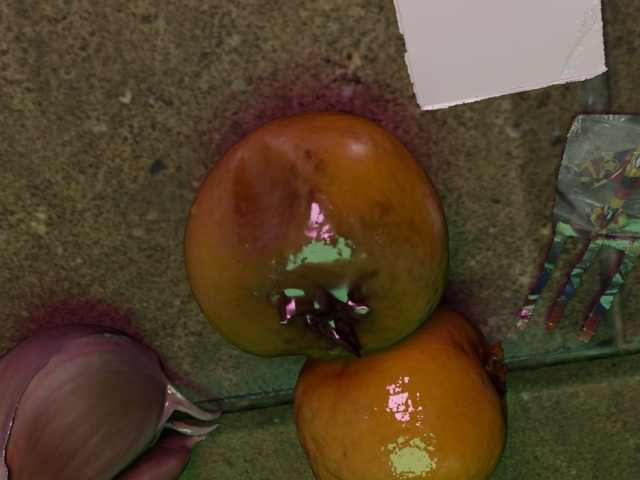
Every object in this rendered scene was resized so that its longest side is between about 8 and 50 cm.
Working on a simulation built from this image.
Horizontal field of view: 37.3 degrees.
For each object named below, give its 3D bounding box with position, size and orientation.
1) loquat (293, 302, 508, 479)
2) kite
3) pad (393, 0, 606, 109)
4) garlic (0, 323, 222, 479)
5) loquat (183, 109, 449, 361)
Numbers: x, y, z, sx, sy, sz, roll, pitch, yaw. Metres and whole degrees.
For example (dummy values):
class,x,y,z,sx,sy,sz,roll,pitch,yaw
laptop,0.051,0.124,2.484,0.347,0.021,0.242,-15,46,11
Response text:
class,x,y,z,sx,sy,sz,roll,pitch,yaw
loquat,0.077,0.151,0.862,0.208,0.208,0.208,2,127,2
kite,0.252,-0.006,0.848,0.141,0.015,0.245,14,123,-5
pad,0.127,-0.209,0.707,0.156,0.004,0.232,-10,126,11
garlic,-0.227,0.211,0.920,0.237,0.292,0.210,40,132,4
loquat,-0.005,-0.001,0.750,0.213,0.213,0.213,2,127,2
